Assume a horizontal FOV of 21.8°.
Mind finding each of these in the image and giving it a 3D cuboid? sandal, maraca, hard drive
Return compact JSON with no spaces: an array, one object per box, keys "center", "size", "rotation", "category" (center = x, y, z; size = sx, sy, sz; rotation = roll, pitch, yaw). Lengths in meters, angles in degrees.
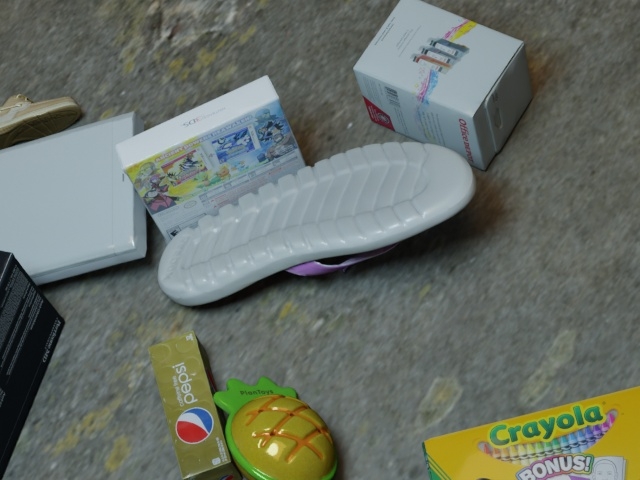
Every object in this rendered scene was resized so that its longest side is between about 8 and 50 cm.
[{"center":[0.001,-0.011,2.016],"size":[0.416,0.102,0.169],"rotation":[-16,43,19],"category":"sandal"},{"center":[-0.052,0.219,1.891],"size":[0.127,0.099,0.186],"rotation":[2,36,-30],"category":"maraca"},{"center":[-0.367,-0.036,2.117],"size":[0.307,0.040,0.203],"rotation":[-14,58,17],"category":"hard drive"}]

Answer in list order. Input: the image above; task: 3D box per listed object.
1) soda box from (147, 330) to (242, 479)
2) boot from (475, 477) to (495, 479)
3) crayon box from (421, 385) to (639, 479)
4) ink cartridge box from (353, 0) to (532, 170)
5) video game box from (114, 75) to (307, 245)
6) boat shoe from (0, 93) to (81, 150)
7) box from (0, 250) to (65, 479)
[{"center":[-0.148,0.201,1.948],"size":[0.061,0.058,0.181],"rotation":[-20,58,2],"category":"soda box"},{"center":[0.096,0.326,1.745],"size":[0.208,0.076,0.190],"rotation":[8,81,55],"category":"boot"},{"center":[0.265,0.270,1.794],"size":[0.278,0.081,0.165],"rotation":[-15,59,5],"category":"crayon box"},{"center":[0.155,-0.195,2.057],"size":[0.176,0.128,0.127],"rotation":[27,70,24],"category":"ink cartridge box"},{"center":[-0.128,-0.094,2.035],"size":[0.205,0.187,0.048],"rotation":[-25,58,-1],"category":"video game box"},{"center":[-0.404,-0.165,2.216],"size":[0.170,0.063,0.059],"rotation":[-18,64,4],"category":"boat shoe"},{"center":[-0.418,0.161,1.964],"size":[0.103,0.184,0.261],"rotation":[9,63,21],"category":"box"}]
